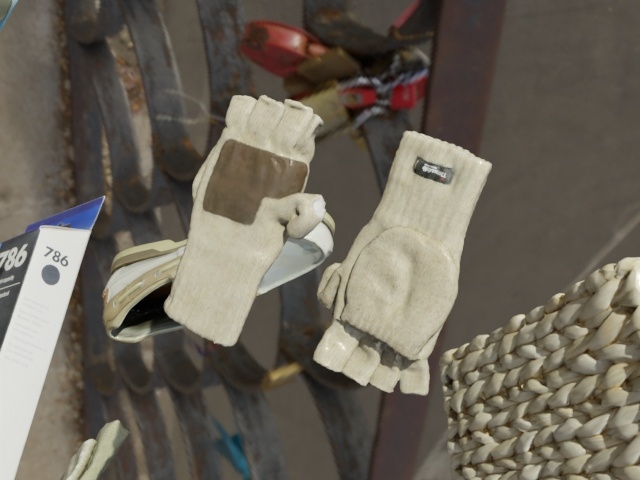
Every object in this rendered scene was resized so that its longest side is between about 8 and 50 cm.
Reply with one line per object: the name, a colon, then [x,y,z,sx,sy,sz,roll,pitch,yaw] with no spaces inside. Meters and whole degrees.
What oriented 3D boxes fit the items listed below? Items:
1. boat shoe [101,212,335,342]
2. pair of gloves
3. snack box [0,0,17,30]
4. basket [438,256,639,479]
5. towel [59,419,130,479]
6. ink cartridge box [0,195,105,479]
boat shoe: [-0.116,0.045,1.216,0.302,0.103,0.113,-19,133,30]
pair of gloves: [0.000,0.000,0.853,0.042,0.240,0.204,3,102,-69]
snack box: [-0.346,-0.201,0.621,0.060,0.187,0.322,-55,160,13]
basket: [0.301,0.175,0.859,0.331,0.266,0.328,-3,162,-22]
towel: [-0.356,0.381,1.260,0.324,0.056,0.312,-58,-178,-42]
ink cartridge box: [-0.333,0.099,1.113,0.165,0.332,0.065,-17,140,43]
